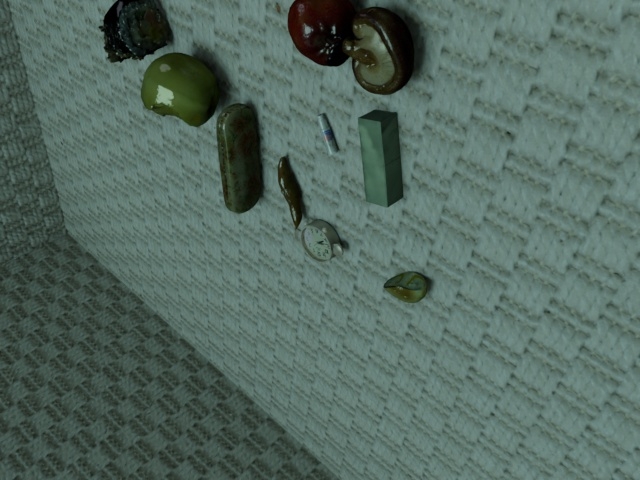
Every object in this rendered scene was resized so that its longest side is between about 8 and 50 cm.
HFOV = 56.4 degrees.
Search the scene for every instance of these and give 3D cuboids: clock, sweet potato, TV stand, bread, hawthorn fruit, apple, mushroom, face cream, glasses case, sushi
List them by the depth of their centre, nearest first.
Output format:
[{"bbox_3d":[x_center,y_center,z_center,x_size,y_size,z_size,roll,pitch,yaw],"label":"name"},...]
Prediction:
[{"bbox_3d":[0.163,-0.490,1.539,0.194,0.138,0.231,27,148,14],"label":"mushroom"},{"bbox_3d":[0.000,-0.588,1.618,0.251,0.189,0.189,57,151,37],"label":"hawthorn fruit"},{"bbox_3d":[0.178,-0.239,1.746,0.088,0.083,0.269,22,133,40],"label":"TV stand"},{"bbox_3d":[0.019,-0.337,1.889,0.034,0.034,0.130,0,117,48],"label":"face cream"},{"bbox_3d":[0.288,0.158,1.926,0.157,0.083,0.094,-18,106,55],"label":"bread"},{"bbox_3d":[-0.493,-0.534,2.130,0.279,0.279,0.279,29,136,32],"label":"apple"},{"bbox_3d":[-0.106,-0.167,2.135,0.067,0.067,0.274,5,116,47],"label":"sweet potato"},{"bbox_3d":[0.000,0.000,2.151,0.229,0.063,0.155,18,127,37],"label":"clock"},{"bbox_3d":[-0.295,-0.291,2.176,0.098,0.156,0.425,27,135,31],"label":"glasses case"},{"bbox_3d":[-0.700,-0.776,2.205,0.219,0.238,0.225,7,104,53],"label":"sushi"}]
